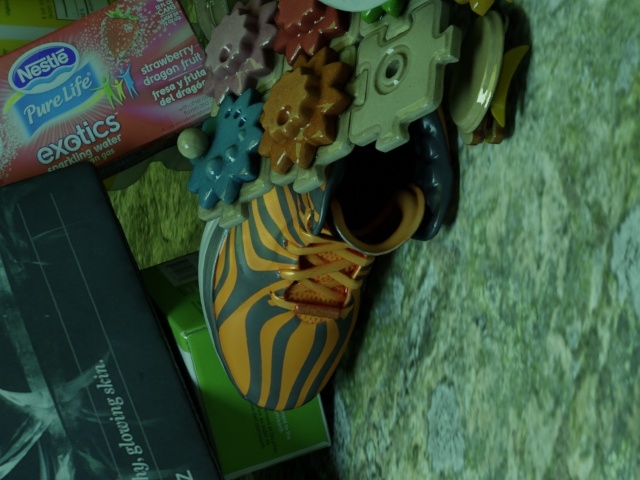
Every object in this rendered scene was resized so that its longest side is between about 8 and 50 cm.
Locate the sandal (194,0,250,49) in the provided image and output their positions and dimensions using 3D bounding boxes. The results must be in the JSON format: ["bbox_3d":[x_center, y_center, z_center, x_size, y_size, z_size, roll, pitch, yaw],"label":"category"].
[{"bbox_3d":[-0.070,-0.196,1.646,0.303,0.086,0.120,131,137,-64],"label":"sandal"}]

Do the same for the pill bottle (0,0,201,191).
[{"bbox_3d":[-0.262,-0.140,1.839,0.188,0.334,0.188,-178,90,-73],"label":"pill bottle"}]

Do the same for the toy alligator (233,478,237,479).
[{"bbox_3d":[-0.097,0.138,1.766,0.056,0.051,0.190,-156,68,-71],"label":"toy alligator"}]

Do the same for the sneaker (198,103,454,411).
[{"bbox_3d":[0.000,0.000,1.353,0.180,0.124,0.321,-121,36,-61],"label":"sneaker"}]

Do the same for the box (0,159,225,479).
[{"bbox_3d":[-0.312,0.258,1.522,0.297,0.472,0.480,91,157,-58],"label":"box"}]

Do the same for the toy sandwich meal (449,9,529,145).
[{"bbox_3d":[0.103,-0.098,1.198,0.085,0.029,0.085,-168,90,-76],"label":"toy sandwich meal"}]

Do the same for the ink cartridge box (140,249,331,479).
[{"bbox_3d":[-0.059,0.149,1.590,0.189,0.097,0.255,-141,34,-68],"label":"ink cartridge box"}]

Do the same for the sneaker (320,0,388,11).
[{"bbox_3d":[0.071,-0.221,1.130,0.366,0.150,0.135,15,133,61],"label":"sneaker"}]

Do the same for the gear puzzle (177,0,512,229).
[{"bbox_3d":[0.019,-0.130,1.241,0.339,0.044,0.175,-24,50,45],"label":"gear puzzle"}]

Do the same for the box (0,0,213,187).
[{"bbox_3d":[-0.218,-0.106,1.672,0.122,0.257,0.128,64,173,1],"label":"box"}]
